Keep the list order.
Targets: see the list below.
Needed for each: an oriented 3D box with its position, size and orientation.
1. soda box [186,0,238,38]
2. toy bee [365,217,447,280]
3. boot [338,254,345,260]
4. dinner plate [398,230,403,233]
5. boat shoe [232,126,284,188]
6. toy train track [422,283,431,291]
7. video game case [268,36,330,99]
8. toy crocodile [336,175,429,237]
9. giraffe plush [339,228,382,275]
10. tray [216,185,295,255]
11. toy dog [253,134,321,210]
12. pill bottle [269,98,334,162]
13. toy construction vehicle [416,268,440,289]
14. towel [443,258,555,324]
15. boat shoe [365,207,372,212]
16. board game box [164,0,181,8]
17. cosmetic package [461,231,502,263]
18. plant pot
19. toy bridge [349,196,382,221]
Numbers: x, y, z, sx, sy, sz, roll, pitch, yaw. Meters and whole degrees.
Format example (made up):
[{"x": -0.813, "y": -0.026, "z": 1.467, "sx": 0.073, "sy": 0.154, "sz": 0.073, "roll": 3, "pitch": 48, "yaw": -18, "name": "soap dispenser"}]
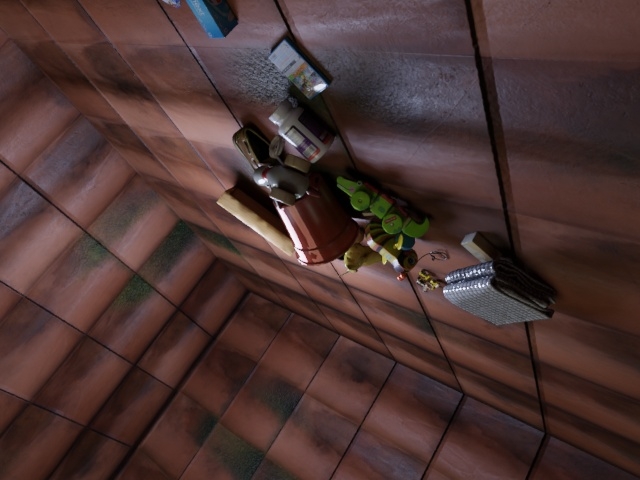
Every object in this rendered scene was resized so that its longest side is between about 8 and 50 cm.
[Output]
[{"x": -0.306, "y": -0.639, "z": 1.308, "sx": 0.071, "sy": 0.067, "sz": 0.210, "roll": 18, "pitch": 154, "yaw": 38, "name": "soda box"}, {"x": 0.279, "y": 0.047, "z": 1.745, "sx": 0.298, "sy": 0.162, "sz": 0.195, "roll": 18, "pitch": 153, "yaw": 18, "name": "toy bee"}, {"x": 0.000, "y": 0.000, "z": 2.224, "sx": 0.246, "sy": 0.094, "sz": 0.207, "roll": 46, "pitch": 155, "yaw": -12, "name": "boot"}, {"x": 0.258, "y": -0.018, "z": 1.848, "sx": 0.141, "sy": 0.017, "sz": 0.141, "roll": 17, "pitch": 149, "yaw": 10, "name": "dinner plate"}, {"x": -0.201, "y": -0.291, "z": 1.865, "sx": 0.307, "sy": 0.111, "sz": 0.104, "roll": 43, "pitch": 159, "yaw": -22, "name": "boat shoe"}, {"x": 0.442, "y": 0.204, "z": 2.112, "sx": 0.048, "sy": 0.014, "sz": 0.083, "roll": 29, "pitch": 160, "yaw": 15, "name": "toy train track"}, {"x": -0.059, "y": -0.470, "z": 1.378, "sx": 0.166, "sy": 0.015, "sz": 0.119, "roll": 42, "pitch": 158, "yaw": -18, "name": "video game case"}, {"x": 0.200, "y": -0.117, "z": 1.648, "sx": 0.340, "sy": 0.105, "sz": 0.115, "roll": 37, "pitch": -164, "yaw": 10, "name": "toy crocodile"}, {"x": 0.133, "y": 0.026, "z": 2.016, "sx": 0.181, "sy": 0.210, "sz": 0.171, "roll": -9, "pitch": 104, "yaw": 67, "name": "giraffe plush"}, {"x": -0.275, "y": -0.094, "z": 2.342, "sx": 0.411, "sy": 0.076, "sz": 0.203, "roll": 37, "pitch": -167, "yaw": -5, "name": "tray"}, {"x": -0.105, "y": -0.198, "z": 1.680, "sx": 0.161, "sy": 0.220, "sz": 0.334, "roll": 27, "pitch": -161, "yaw": -27, "name": "toy dog"}, {"x": -0.061, "y": -0.340, "z": 1.539, "sx": 0.193, "sy": 0.108, "sz": 0.108, "roll": 41, "pitch": 159, "yaw": -14, "name": "pill bottle"}, {"x": 0.430, "y": 0.156, "z": 2.006, "sx": 0.098, "sy": 0.035, "sz": 0.086, "roll": 32, "pitch": 149, "yaw": 2, "name": "toy construction vehicle"}, {"x": 0.575, "y": 0.165, "z": 1.608, "sx": 0.283, "sy": 0.121, "sz": 0.235, "roll": 25, "pitch": 156, "yaw": -20, "name": "towel"}, {"x": 0.192, "y": -0.112, "z": 1.733, "sx": 0.125, "sy": 0.038, "sz": 0.046, "roll": 20, "pitch": 142, "yaw": 13, "name": "boat shoe"}, {"x": -0.444, "y": -0.717, "z": 1.419, "sx": 0.090, "sy": 0.020, "sz": 0.090, "roll": 33, "pitch": 160, "yaw": 8, "name": "board game box"}, {"x": 0.505, "y": 0.027, "z": 1.571, "sx": 0.115, "sy": 0.041, "sz": 0.060, "roll": 38, "pitch": 159, "yaw": -10, "name": "cosmetic package"}, {"x": -0.031, "y": -0.094, "z": 1.864, "sx": 0.272, "sy": 0.272, "sz": 0.265, "roll": 12, "pitch": 142, "yaw": 46, "name": "plant pot"}, {"x": 0.180, "y": -0.104, "z": 1.812, "sx": 0.063, "sy": 0.026, "sz": 0.188, "roll": 2, "pitch": 142, "yaw": 52, "name": "toy bridge"}]
